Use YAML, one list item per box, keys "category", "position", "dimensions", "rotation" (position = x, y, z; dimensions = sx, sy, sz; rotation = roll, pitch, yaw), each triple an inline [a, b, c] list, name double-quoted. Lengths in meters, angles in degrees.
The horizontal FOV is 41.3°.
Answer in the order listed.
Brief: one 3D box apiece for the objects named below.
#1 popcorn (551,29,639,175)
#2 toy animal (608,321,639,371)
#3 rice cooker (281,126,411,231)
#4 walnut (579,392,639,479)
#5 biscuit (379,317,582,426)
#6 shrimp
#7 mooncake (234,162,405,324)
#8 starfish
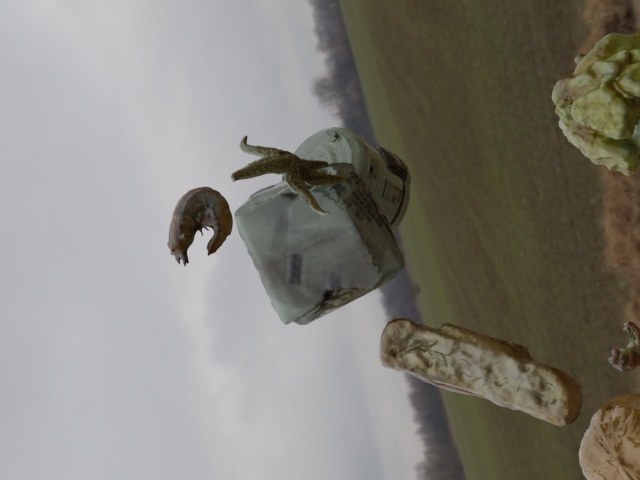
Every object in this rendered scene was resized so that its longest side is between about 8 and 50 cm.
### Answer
- category: "popcorn"
  position: [0.629, -0.280, 1.712]
  dimensions: [0.335, 0.274, 0.279]
  rotation: [-12, -63, -48]
- category: "toy animal"
  position: [0.692, 0.216, 1.777]
  dimensions: [0.057, 0.241, 0.099]
  rotation: [133, 130, -60]
- category: "rice cooker"
  position: [0.059, -0.108, 1.755]
  dimensions: [0.244, 0.226, 0.226]
  rotation: [28, -140, -43]
- category: "walnut"
  position: [0.548, 0.359, 1.466]
  dimensions: [0.225, 0.193, 0.193]
  rotation: [-1, -105, -63]
- category: "biscuit"
  position: [0.218, 0.172, 1.163]
  dimensions: [0.213, 0.274, 0.091]
  rotation: [44, -118, -76]
- category: "shrimp"
  position: [-0.257, -0.028, 1.798]
  dimensions: [0.052, 0.132, 0.188]
  rotation: [66, -142, -69]
- category: "mooncake"
  position: [0.000, -0.002, 1.506]
  dimensions: [0.254, 0.250, 0.136]
  rotation: [64, -169, -3]
- category: "starfish"
  position: [-0.046, -0.106, 1.323]
  dimensions: [0.217, 0.223, 0.050]
  rotation: [51, 133, 29]
